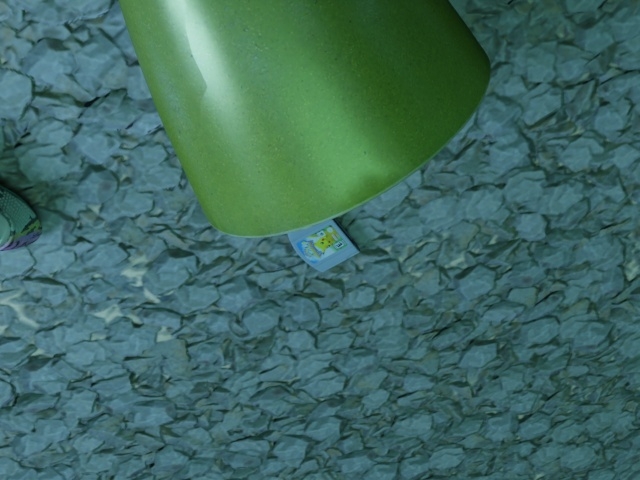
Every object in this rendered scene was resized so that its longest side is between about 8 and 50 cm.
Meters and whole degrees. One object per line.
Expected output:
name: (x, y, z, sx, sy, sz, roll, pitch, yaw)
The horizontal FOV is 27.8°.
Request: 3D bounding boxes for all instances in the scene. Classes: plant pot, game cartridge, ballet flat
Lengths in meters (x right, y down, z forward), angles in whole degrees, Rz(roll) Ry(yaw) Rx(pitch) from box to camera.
plant pot: (-0.049, -0.202, 1.034, 0.274, 0.275, 0.293, -27, 117, 10)
game cartridge: (0.000, 0.000, 1.381, 0.056, 0.017, 0.083, -27, 134, 16)
ballet flat: (-0.349, -0.036, 1.207, 0.077, 0.079, 0.221, -33, 132, 15)
